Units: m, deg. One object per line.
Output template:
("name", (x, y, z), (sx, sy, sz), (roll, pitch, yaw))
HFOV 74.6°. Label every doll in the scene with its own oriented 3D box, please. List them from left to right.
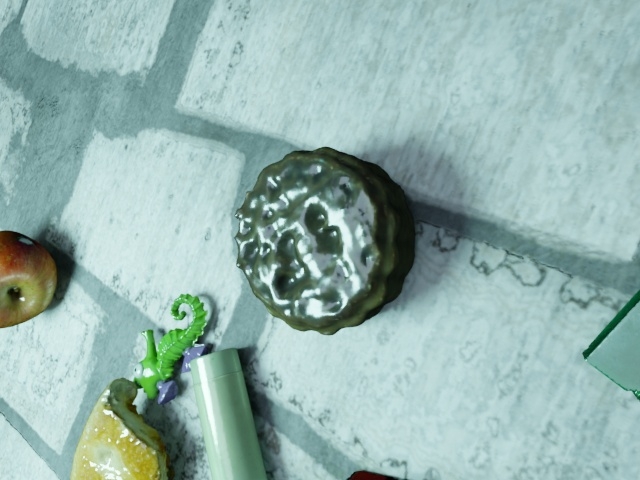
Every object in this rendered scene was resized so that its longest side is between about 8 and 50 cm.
("doll", (-0.235, 0.167, 0.657), (0.115, 0.050, 0.190), (44, 102, 16))

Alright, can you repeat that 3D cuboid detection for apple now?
("apple", (-0.596, 0.070, 0.785), (0.199, 0.199, 0.200), (-3, 83, 26))

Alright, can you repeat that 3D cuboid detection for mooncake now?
("mooncake", (0.000, 0.000, 0.517), (0.228, 0.124, 0.229), (-2, 85, 26))

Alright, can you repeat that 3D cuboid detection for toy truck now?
("toy truck", (0.323, 0.077, 0.379), (0.079, 0.065, 0.147), (42, 105, 27))

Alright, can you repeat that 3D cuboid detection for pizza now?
("pizza", (-0.292, 0.393, 0.636), (0.182, 0.074, 0.366), (-6, 89, 11))

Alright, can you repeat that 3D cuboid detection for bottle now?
("bottle", (-0.127, 0.257, 0.580), (0.072, 0.072, 0.202), (-22, 75, 23))

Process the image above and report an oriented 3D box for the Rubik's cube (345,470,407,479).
("Rubik's cube", (0.077, 0.354, 0.418), (0.162, 0.163, 0.161), (-3, 83, 28))
